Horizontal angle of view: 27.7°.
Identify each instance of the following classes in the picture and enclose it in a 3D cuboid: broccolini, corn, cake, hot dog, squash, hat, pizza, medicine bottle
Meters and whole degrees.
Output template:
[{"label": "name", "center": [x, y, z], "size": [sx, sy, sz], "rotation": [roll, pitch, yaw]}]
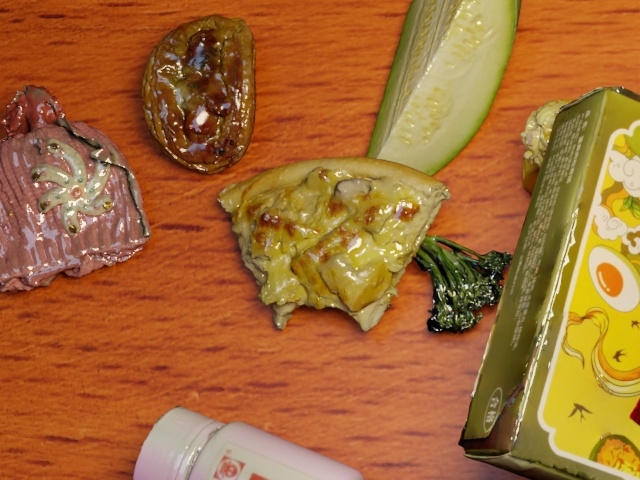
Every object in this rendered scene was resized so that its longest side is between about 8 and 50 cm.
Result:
[{"label": "broccolini", "center": [0.102, 0.043, 1.634], "size": [0.271, 0.062, 0.123], "rotation": [15, 72, 27]}, {"label": "corn", "center": [0.364, -0.124, 1.540], "size": [0.260, 0.091, 0.091], "rotation": [-2, 110, -16]}, {"label": "cake", "center": [0.289, -0.084, 1.598], "size": [0.084, 0.084, 0.044], "rotation": [-5, 63, 14]}, {"label": "hot dog", "center": [-0.156, -0.204, 1.757], "size": [0.160, 0.099, 0.227], "rotation": [-10, 73, 13]}, {"label": "squash", "center": [0.171, -0.199, 1.641], "size": [0.111, 0.203, 0.288], "rotation": [22, 72, -23]}, {"label": "hat", "center": [-0.370, -0.084, 1.771], "size": [0.237, 0.107, 0.286], "rotation": [-16, 73, 0]}, {"label": "pizza", "center": [0.000, 0.000, 1.628], "size": [0.323, 0.089, 0.223], "rotation": [-1, 76, 29]}, {"label": "medicine bottle", "center": [-0.084, 0.300, 1.542], "size": [0.254, 0.152, 0.152], "rotation": [18, 78, 21]}]

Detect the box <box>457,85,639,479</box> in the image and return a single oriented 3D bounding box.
[{"label": "box", "center": [0.386, 0.092, 1.392], "size": [0.373, 0.138, 0.420], "rotation": [22, 76, -13]}]
